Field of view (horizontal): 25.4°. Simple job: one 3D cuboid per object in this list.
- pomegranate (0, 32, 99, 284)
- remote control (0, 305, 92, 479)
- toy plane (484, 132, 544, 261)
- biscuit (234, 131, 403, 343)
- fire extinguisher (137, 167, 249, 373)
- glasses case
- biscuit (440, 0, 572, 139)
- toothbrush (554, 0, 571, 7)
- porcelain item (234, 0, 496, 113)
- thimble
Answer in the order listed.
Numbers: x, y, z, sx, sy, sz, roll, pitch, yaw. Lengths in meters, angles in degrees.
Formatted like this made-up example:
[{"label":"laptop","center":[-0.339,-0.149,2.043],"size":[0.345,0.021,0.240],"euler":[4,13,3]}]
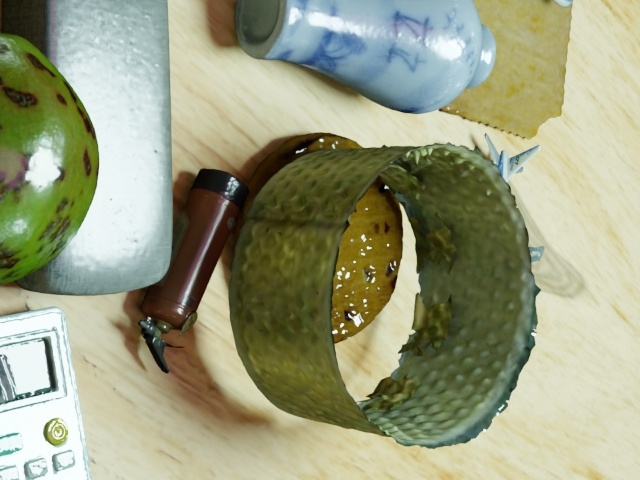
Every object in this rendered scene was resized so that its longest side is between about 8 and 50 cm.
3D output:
[{"label":"pomegranate","center":[-0.264,-0.033,0.984],"size":[0.211,0.211,0.263],"euler":[11,99,-44]},{"label":"remote control","center":[-0.230,0.203,1.120],"size":[0.103,0.051,0.293],"euler":[-10,94,-44]},{"label":"toy plane","center":[0.175,-0.003,1.507],"size":[0.226,0.058,0.226],"euler":[36,70,-43]},{"label":"biscuit","center":[0.000,0.000,1.349],"size":[0.212,0.036,0.212],"euler":[-1,91,-43]},{"label":"fire extinguisher","center":[-0.114,0.025,1.231],"size":[0.062,0.050,0.177],"euler":[43,63,-49]},{"label":"glasses case","center":[-0.187,-0.118,1.137],"size":[0.131,0.074,0.323],"euler":[-4,93,-43]},{"label":"biscuit","center":[0.203,-0.235,1.560],"size":[0.237,0.013,0.232],"euler":[13,81,-43]},{"label":"toothbrush","center":[0.138,-0.357,1.470],"size":[0.418,0.040,0.042],"euler":[30,45,-34]},{"label":"porcelain item","center":[0.050,-0.194,1.330],"size":[0.259,0.141,0.141],"euler":[7,86,-37]},{"label":"thimble","center":[0.059,0.048,1.278],"size":[0.271,0.150,0.270],"euler":[-3,94,-42]}]
